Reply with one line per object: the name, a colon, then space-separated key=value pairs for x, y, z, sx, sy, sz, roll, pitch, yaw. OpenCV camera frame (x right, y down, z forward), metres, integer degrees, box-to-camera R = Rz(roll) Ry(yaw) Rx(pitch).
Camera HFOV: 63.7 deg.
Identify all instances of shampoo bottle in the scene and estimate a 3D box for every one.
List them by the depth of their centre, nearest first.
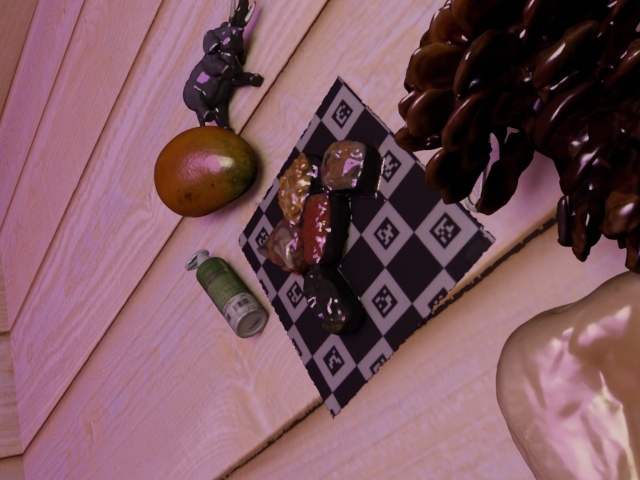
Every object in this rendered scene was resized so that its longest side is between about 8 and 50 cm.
shampoo bottle: x=-0.167 y=0.081 z=0.879 sx=0.204 sy=0.065 sz=0.065 roll=43 pitch=116 yaw=40

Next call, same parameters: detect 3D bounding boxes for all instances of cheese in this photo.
cheese: x=0.243 y=0.128 z=0.402 sx=0.218 sy=0.117 sz=0.234 roll=11 pitch=91 yaw=49

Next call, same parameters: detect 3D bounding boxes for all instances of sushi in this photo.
sushi: x=0.000 y=0.000 z=0.710 sx=0.343 sy=0.064 sz=0.359 roll=-55 pitch=52 yaw=28

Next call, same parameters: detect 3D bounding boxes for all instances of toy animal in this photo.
toy animal: x=-0.163 y=-0.309 z=0.900 sx=0.137 sy=0.082 sz=0.269 roll=49 pitch=121 yaw=37

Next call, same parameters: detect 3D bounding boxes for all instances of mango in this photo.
mango: x=-0.200 y=-0.124 z=0.896 sx=0.221 sy=0.121 sz=0.151 roll=-21 pitch=81 yaw=36

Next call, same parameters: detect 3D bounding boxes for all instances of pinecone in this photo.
pinecone: x=0.199 y=-0.092 z=0.383 sx=0.292 sy=0.247 sz=0.246 roll=48 pitch=120 yaw=33

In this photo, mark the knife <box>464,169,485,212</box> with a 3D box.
knife: x=0.175 y=-0.134 z=0.573 sx=0.030 sy=0.014 sz=0.206 roll=3 pitch=90 yaw=47
